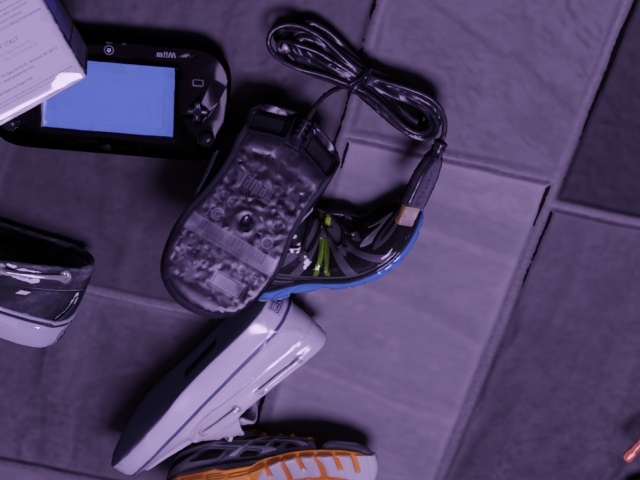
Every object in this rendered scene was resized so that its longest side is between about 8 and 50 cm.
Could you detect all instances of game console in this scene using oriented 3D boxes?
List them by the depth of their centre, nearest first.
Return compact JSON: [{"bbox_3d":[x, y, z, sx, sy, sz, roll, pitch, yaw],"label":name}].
[{"bbox_3d":[-0.254,-0.140,1.265,0.361,0.044,0.213,4,127,0],"label":"game console"}]

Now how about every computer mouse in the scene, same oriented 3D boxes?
[{"bbox_3d":[-0.010,-0.041,1.287,0.184,0.060,0.262,25,99,-11],"label":"computer mouse"}]

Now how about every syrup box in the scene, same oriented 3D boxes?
[{"bbox_3d":[-0.271,-0.211,1.146,0.096,0.093,0.237,-28,111,3],"label":"syrup box"}]

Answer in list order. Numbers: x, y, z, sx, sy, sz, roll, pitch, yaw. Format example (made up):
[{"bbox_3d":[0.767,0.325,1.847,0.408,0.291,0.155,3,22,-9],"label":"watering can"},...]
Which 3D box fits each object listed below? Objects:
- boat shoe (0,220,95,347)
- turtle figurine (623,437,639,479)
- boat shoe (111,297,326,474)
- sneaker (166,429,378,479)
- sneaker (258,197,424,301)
[{"bbox_3d":[-0.347,-0.001,1.332,0.306,0.113,0.105,23,118,-16],"label":"boat shoe"},{"bbox_3d":[0.385,0.288,1.511,0.217,0.087,0.269,20,120,10],"label":"turtle figurine"},{"bbox_3d":[-0.098,0.150,1.437,0.084,0.095,0.258,37,121,-17],"label":"boat shoe"},{"bbox_3d":[-0.051,0.220,1.497,0.215,0.083,0.084,-6,126,2],"label":"sneaker"},{"bbox_3d":[0.000,0.000,1.337,0.188,0.067,0.078,-14,128,16],"label":"sneaker"}]
